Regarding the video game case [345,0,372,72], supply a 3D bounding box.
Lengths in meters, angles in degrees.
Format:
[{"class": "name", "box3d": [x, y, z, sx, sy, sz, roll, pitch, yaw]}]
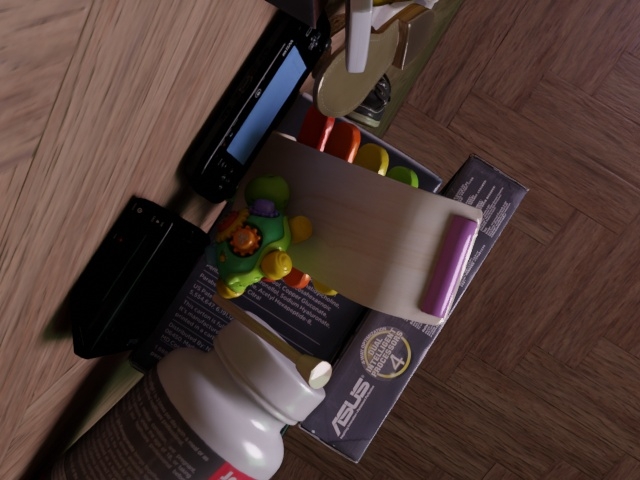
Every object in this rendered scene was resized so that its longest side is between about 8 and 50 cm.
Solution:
[{"class": "video game case", "box3d": [0.029, -0.221, 0.705, 0.157, 0.019, 0.143, 80, 10, -85]}]

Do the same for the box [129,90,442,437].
[{"class": "box", "box3d": [-0.036, 0.043, 1.217, 0.395, 0.212, 0.293, -58, 176, 0]}]

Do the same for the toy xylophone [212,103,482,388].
[{"class": "toy xylophone", "box3d": [0.000, 0.000, 0.907, 0.081, 0.323, 0.236, 13, 108, -41]}]

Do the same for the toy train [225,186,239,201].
[{"class": "toy train", "box3d": [-0.094, -0.053, 1.036, 0.083, 0.024, 0.017, -27, 120, -83]}]

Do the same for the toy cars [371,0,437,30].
[{"class": "toy cars", "box3d": [0.112, -0.310, 1.127, 0.176, 0.087, 0.393, -57, 177, -2]}]

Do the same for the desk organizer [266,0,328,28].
[{"class": "desk organizer", "box3d": [-0.012, -0.202, 0.641, 0.050, 0.047, 0.130, -60, 177, -4]}]

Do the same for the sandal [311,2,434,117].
[{"class": "sandal", "box3d": [0.031, -0.203, 0.959, 0.240, 0.079, 0.088, -39, 149, -45]}]

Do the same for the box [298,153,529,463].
[{"class": "box", "box3d": [0.110, 0.099, 1.215, 0.395, 0.097, 0.318, -57, 178, -7]}]

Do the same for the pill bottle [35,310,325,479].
[{"class": "pill bottle", "box3d": [-0.153, 0.230, 0.982, 0.318, 0.176, 0.176, -44, 178, 3]}]

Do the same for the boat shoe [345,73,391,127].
[{"class": "boat shoe", "box3d": [0.073, -0.235, 1.444, 0.223, 0.080, 0.073, -65, -179, -72]}]

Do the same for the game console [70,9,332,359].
[{"class": "game console", "box3d": [-0.097, -0.057, 0.796, 0.361, 0.044, 0.213, -58, 177, -2]}]

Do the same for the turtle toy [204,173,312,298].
[{"class": "turtle toy", "box3d": [-0.061, -0.008, 0.847, 0.095, 0.066, 0.130, -24, -153, 43]}]
